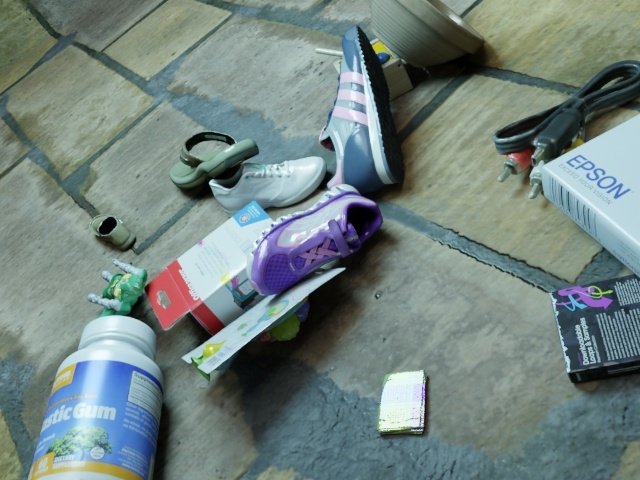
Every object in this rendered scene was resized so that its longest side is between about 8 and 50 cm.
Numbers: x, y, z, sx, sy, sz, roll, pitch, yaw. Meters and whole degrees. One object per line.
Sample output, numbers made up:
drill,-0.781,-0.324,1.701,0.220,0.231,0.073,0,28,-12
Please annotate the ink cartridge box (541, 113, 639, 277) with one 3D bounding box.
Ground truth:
ink cartridge box,0.484,-0.063,0.753,0.330,0.071,0.324,-30,41,-3

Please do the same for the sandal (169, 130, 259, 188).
sandal,-0.207,-0.168,1.266,0.120,0.086,0.303,-38,15,-27

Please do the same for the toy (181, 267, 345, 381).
toy,-0.073,0.122,0.953,0.237,0.056,0.137,-32,12,-22

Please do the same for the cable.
cable,0.363,-0.169,0.984,0.287,0.072,0.139,-41,42,-25

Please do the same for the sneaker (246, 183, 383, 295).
sneaker,0.000,0.000,0.977,0.236,0.095,0.104,-37,32,-26

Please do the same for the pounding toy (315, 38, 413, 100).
pounding toy,0.080,-0.327,1.276,0.130,0.100,0.141,-28,41,6

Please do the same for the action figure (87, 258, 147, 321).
action figure,-0.334,0.080,1.115,0.232,0.063,0.137,-11,51,60

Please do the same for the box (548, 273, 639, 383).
box,0.347,0.091,0.746,0.162,0.029,0.116,-14,43,20

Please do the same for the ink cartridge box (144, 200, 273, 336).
ink cartridge box,-0.154,0.056,1.068,0.231,0.078,0.134,-38,39,-5

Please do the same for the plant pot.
plant pot,0.172,-0.390,1.215,0.109,0.237,0.237,-53,34,24

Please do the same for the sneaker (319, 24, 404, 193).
sneaker,0.048,-0.222,1.138,0.131,0.112,0.319,-19,59,25

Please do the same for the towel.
towel,0.100,0.197,0.817,0.060,0.009,0.083,-12,44,24

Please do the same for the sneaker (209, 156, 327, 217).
sneaker,-0.095,-0.108,1.179,0.212,0.094,0.080,-20,42,16

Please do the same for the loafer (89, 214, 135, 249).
loafer,-0.424,-0.027,1.348,0.148,0.050,0.056,19,62,43

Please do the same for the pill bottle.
pill bottle,-0.298,0.242,0.923,0.152,0.152,0.272,-21,43,15
